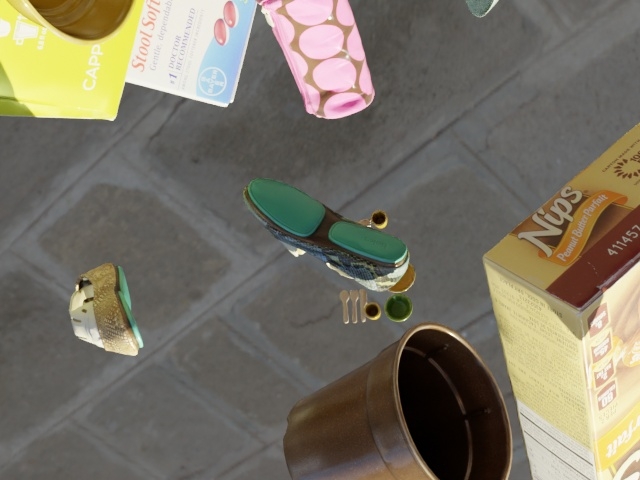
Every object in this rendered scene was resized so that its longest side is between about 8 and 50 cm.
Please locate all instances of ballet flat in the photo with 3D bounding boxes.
[{"bbox_3d":[-0.236,0.080,0.983,0.067,0.206,0.073,-17,106,-12],"label":"ballet flat"},{"bbox_3d":[0.000,0.000,0.940,0.188,0.070,0.070,28,128,15],"label":"ballet flat"}]

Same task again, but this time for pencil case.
[{"bbox_3d":[-0.005,-0.235,1.077,0.098,0.095,0.209,-42,137,-14],"label":"pencil case"}]

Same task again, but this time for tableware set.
[{"bbox_3d":[0.073,0.035,1.211,0.104,0.154,0.024,-5,161,11],"label":"tableware set"}]

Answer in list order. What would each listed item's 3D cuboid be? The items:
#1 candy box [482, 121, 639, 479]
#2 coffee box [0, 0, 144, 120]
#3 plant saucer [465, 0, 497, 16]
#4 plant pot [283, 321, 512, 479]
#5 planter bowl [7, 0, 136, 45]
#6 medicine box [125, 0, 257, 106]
[{"bbox_3d":[0.234,0.083,0.677,0.183,0.088,0.316,-38,133,-17],"label":"candy box"},{"bbox_3d":[-0.413,-0.355,1.023,0.334,0.338,0.337,38,118,37],"label":"coffee box"},{"bbox_3d":[0.247,-0.424,1.315,0.038,0.195,0.194,-5,126,-10],"label":"plant saucer"},{"bbox_3d":[0.065,0.181,0.855,0.165,0.167,0.167,-29,115,37],"label":"plant pot"},{"bbox_3d":[-0.233,-0.260,0.715,0.090,0.217,0.217,-1,125,19],"label":"planter bowl"},{"bbox_3d":[-0.254,-0.366,1.350,0.289,0.149,0.263,11,101,-23],"label":"medicine box"}]
